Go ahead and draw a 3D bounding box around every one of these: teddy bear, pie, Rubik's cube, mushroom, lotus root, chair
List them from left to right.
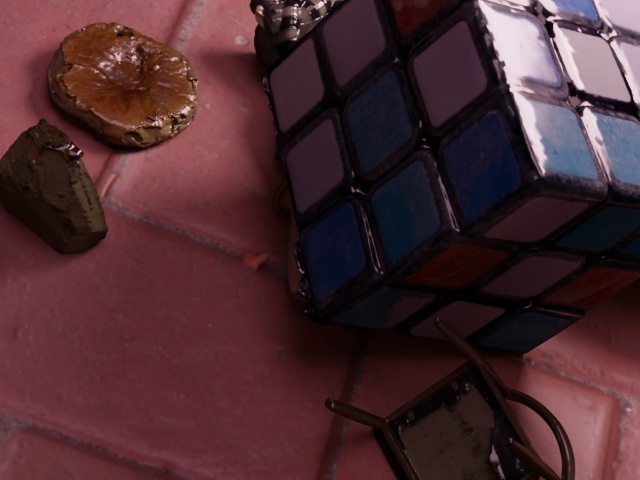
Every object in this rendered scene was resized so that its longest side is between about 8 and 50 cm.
[{"bbox_3d":[-0.315,-0.066,1.850,0.143,0.144,0.070,37,57,24],"label":"lotus root"},{"bbox_3d":[-0.248,-0.193,2.033,0.195,0.046,0.195,9,51,-12],"label":"pie"},{"bbox_3d":[0.000,0.001,1.935,0.088,0.097,0.212,41,24,-45],"label":"mushroom"},{"bbox_3d":[0.015,-0.208,2.075,0.171,0.144,0.251,-1,54,-29],"label":"teddy bear"},{"bbox_3d":[0.154,0.226,1.766,0.272,0.166,0.188,31,25,-57],"label":"chair"},{"bbox_3d":[0.191,-0.105,1.833,0.363,0.359,0.362,9,53,-38],"label":"Rubik's cube"}]
